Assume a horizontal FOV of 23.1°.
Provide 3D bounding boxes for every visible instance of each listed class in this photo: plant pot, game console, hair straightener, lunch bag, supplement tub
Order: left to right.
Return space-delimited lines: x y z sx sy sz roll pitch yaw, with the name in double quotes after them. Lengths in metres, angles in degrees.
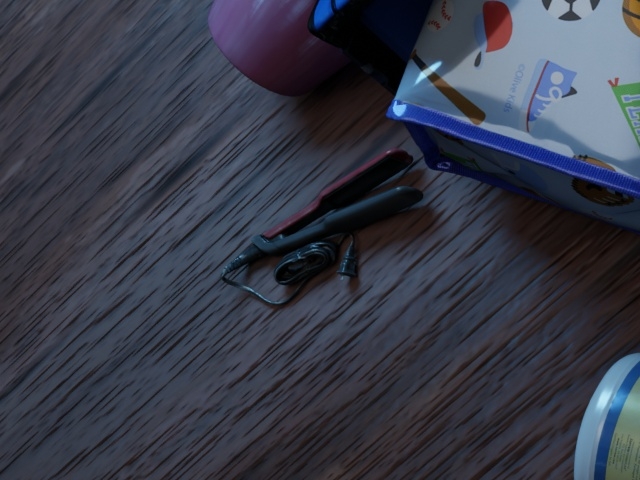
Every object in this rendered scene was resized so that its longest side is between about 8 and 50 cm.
-0.007 -0.244 1.512 0.180 0.201 0.201 -47 56 31 "plant pot"
0.000 0.000 1.511 0.230 0.047 0.089 -28 63 23 "hair straightener"
0.127 -0.277 1.344 0.293 0.173 0.250 -67 12 -12 "game console"
0.294 -0.168 1.276 0.385 0.239 0.328 21 88 19 "lunch bag"
0.313 0.176 1.208 0.200 0.144 0.144 14 84 33 "supplement tub"
